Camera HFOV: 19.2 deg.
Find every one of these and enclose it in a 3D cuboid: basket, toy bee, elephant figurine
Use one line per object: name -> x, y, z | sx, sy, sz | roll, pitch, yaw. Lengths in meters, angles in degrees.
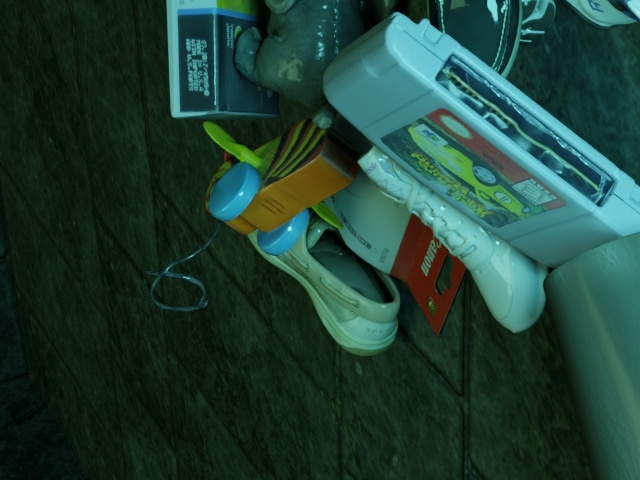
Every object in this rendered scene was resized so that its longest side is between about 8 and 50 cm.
basket -> 0.280, 0.117, 1.563 | 0.204, 0.154, 0.227 | -44, 60, 53
toy bee -> -0.080, -0.067, 2.135 | 0.195, 0.298, 0.162 | 56, -155, -38
elephant figurine -> 0.001, -0.272, 1.995 | 0.186, 0.169, 0.239 | 26, 119, 25

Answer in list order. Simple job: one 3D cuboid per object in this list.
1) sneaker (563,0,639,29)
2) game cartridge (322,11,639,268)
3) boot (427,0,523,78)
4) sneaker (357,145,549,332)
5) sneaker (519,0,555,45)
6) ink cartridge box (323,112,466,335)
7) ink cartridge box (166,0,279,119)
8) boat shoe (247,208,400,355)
sneaker -> 0.194, -0.298, 1.487 | 0.182, 0.127, 0.315 | -13, 95, 67
game cartridge -> 0.143, -0.079, 1.663 | 0.294, 0.060, 0.196 | 37, 166, -10
boot -> 0.122, -0.258, 1.598 | 0.178, 0.085, 0.236 | 41, -128, -75
sneaker -> 0.119, -0.044, 1.842 | 0.305, 0.152, 0.114 | 68, 157, 10
sneaker -> 0.155, -0.214, 1.749 | 0.170, 0.068, 0.071 | 166, 106, -64
ink cartridge box -> 0.077, -0.028, 2.103 | 0.189, 0.066, 0.232 | 106, 146, -55
ink cartridge box -> -0.096, -0.288, 2.135 | 0.307, 0.072, 0.303 | -11, -81, -72
boat shoe -> 0.000, 0.000, 2.257 | 0.302, 0.109, 0.098 | 54, 147, 30
